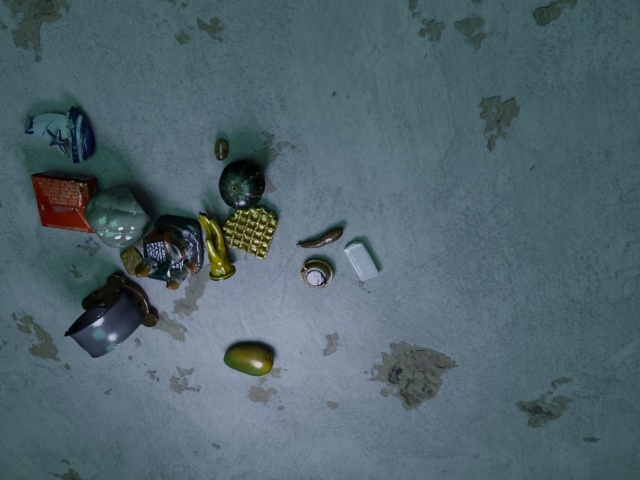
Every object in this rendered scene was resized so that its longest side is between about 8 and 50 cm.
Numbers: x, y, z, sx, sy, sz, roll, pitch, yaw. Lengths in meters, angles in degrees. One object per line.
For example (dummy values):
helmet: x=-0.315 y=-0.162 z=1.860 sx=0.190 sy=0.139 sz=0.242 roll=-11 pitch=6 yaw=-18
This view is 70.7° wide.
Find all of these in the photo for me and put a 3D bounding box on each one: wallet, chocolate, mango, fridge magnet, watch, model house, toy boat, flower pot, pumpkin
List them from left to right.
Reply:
toy boat: x=-1.010 y=-0.399 z=1.755 sx=0.292 sy=0.070 sz=0.210 roll=-6 pitch=112 yaw=14
chocolate: x=-1.034 y=-0.163 z=1.858 sx=0.238 sy=0.108 sz=0.234 roll=6 pitch=118 yaw=2
watch: x=-0.949 y=0.363 z=2.002 sx=0.335 sy=0.327 sz=0.314 roll=-25 pitch=112 yaw=19
flower pot: x=-0.800 y=-0.094 z=1.793 sx=0.195 sy=0.246 sz=0.246 roll=-34 pitch=113 yaw=-12
model house: x=-0.625 y=0.079 z=1.836 sx=0.190 sy=0.301 sz=0.271 roll=13 pitch=119 yaw=8
pumpkin: x=-0.300 y=-0.209 z=1.717 sx=0.191 sy=0.146 sz=0.190 roll=1 pitch=94 yaw=10
mango: x=-0.347 y=0.571 z=2.166 sx=0.251 sy=0.114 sz=0.156 roll=10 pitch=130 yaw=16
fridge magnet: x=-0.017 y=0.146 z=1.920 sx=0.143 sy=0.063 sz=0.143 roll=3 pitch=115 yaw=7
wallet: x=0.171 y=0.084 z=1.881 sx=0.095 sy=0.033 sz=0.190 roll=-22 pitch=114 yaw=16

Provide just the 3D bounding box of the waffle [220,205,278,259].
waffle: x=-0.297 y=-0.052 z=1.852 sx=0.219 sy=0.057 sz=0.229 roll=20 pitch=118 yaw=-3

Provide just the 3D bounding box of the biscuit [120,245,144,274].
biscuit: x=-0.807 y=0.090 z=1.933 sx=0.247 sy=0.029 sz=0.118 roll=-16 pitch=98 yaw=51

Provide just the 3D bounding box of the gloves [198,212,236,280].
gloves: x=-0.446 y=0.014 z=1.868 sx=0.133 sy=0.116 sz=0.294 roll=13 pitch=127 yaw=39

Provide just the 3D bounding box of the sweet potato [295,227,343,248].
sweet potato: x=0.000 y=0.000 z=1.851 sx=0.214 sy=0.050 sz=0.050 roll=-21 pitch=113 yaw=20

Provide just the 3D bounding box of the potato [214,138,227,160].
potato: x=-0.379 y=-0.343 z=1.716 sx=0.051 sy=0.040 sz=0.083 roll=9 pitch=120 yaw=-4
